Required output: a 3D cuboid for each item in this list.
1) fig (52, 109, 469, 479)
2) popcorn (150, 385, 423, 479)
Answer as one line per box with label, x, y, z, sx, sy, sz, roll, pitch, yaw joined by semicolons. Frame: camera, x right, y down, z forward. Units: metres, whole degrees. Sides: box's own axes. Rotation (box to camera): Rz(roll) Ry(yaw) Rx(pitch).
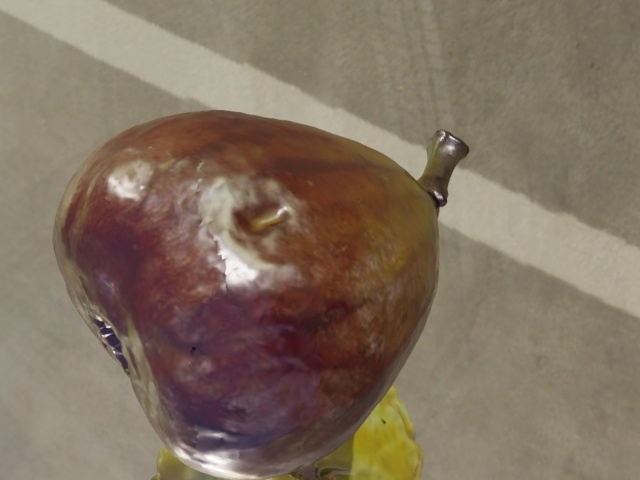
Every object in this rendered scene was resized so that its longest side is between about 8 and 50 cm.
fig;-0.001;0.001;0.487;0.170;0.274;0.145;44;132;16
popcorn;-0.017;0.183;0.730;0.183;0.221;0.204;-8;135;33
